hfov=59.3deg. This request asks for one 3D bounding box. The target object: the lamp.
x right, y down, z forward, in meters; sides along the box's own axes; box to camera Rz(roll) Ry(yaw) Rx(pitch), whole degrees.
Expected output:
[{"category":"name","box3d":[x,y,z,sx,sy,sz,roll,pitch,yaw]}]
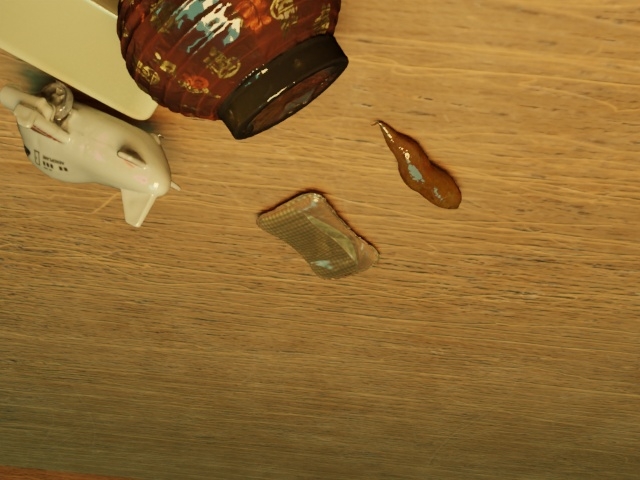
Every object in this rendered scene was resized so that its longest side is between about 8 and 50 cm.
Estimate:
[{"category":"lamp","box3d":[-0.088,-0.229,0.559,0.247,0.247,0.247,3,139,3]}]

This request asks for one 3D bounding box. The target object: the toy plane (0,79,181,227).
[{"category":"toy plane","box3d":[-0.297,-0.117,0.736,0.252,0.118,0.252,29,175,3]}]

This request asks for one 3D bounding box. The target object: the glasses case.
[{"category":"glasses case","box3d":[-0.313,-0.268,0.647,0.313,0.070,0.131,27,135,-23]}]

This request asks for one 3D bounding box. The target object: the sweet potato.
[{"category":"sweet potato","box3d":[0.139,-0.103,0.806,0.056,0.056,0.195,-29,123,34]}]

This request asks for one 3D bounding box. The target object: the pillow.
[{"category":"pillow","box3d":[0.003,-0.001,0.952,0.135,0.034,0.211,-24,133,28]}]
